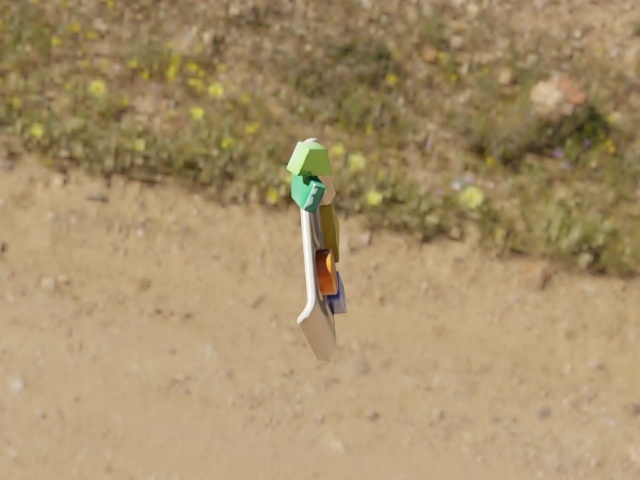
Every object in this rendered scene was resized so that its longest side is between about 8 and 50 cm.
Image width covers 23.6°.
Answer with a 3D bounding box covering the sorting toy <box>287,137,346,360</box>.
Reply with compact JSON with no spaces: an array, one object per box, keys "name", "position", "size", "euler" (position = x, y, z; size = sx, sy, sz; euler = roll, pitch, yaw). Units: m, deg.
[{"name":"sorting toy","position":[0.000,0.000,0.493],"size":[0.012,0.083,0.062],"euler":[-2,72,6]}]
